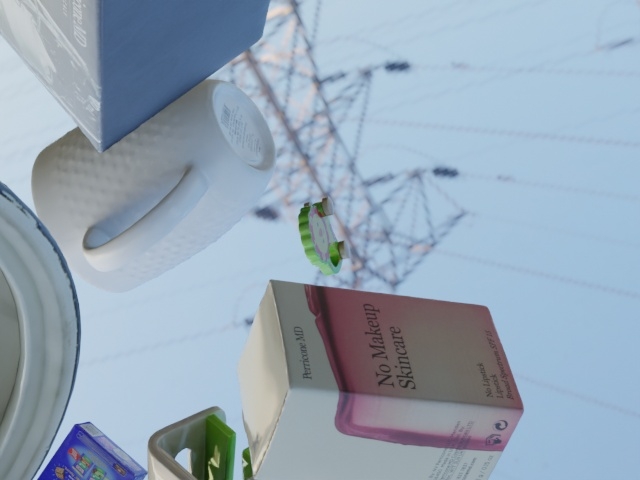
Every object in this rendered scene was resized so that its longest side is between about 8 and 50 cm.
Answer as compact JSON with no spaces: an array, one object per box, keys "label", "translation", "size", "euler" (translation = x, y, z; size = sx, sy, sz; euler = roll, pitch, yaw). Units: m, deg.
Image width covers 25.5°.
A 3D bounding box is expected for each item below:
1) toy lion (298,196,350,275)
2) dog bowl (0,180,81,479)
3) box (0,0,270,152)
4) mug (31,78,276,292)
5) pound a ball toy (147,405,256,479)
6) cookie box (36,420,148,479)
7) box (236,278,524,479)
[{"label":"toy lion","translation":[0.000,0.000,1.683],"size":[0.034,0.100,0.096],"euler":[-13,-153,18]},{"label":"dog bowl","translation":[-0.348,0.083,0.804],"size":[0.408,0.408,0.150],"euler":[-36,-126,-15]},{"label":"box","translation":[-0.296,-0.435,1.678],"size":[0.297,0.472,0.480],"euler":[-40,171,-18]},{"label":"mug","translation":[-0.255,-0.081,2.207],"size":[0.328,0.276,0.374],"euler":[-28,-158,25]},{"label":"pound a ball toy","translation":[-0.149,0.333,1.523],"size":[0.136,0.319,0.208],"euler":[-22,-139,-37]},{"label":"cookie box","translation":[-0.253,0.264,1.514],"size":[0.107,0.092,0.040],"euler":[-54,164,7]},{"label":"box","translation":[0.052,0.140,1.339],"size":[0.232,0.127,0.148],"euler":[8,-141,-18]}]
